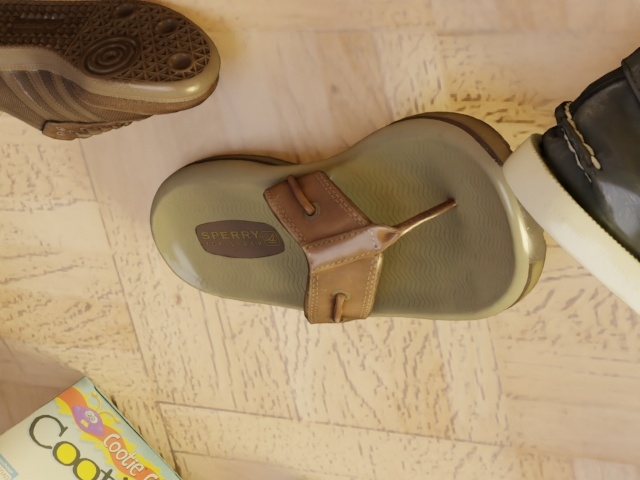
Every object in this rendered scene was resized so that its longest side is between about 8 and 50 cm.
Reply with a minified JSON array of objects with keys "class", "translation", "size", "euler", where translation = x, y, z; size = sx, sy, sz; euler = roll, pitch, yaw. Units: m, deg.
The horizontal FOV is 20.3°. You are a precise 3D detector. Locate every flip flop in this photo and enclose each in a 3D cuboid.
[{"class":"flip flop","translation":[0.000,0.000,0.926],"size":[0.277,0.080,0.112],"euler":[-1,114,43]}]

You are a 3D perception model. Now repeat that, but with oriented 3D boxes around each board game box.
[{"class":"board game box","translation":[-0.212,0.242,1.156],"size":[0.144,0.142,0.275],"euler":[46,122,5]}]

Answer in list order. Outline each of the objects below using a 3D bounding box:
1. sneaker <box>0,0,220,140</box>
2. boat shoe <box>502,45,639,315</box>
[{"class":"sneaker","translation":[-0.127,-0.090,0.991],"size":[0.188,0.066,0.071],"euler":[14,142,32]},{"class":"boat shoe","translation":[0.244,0.036,0.785],"size":[0.340,0.127,0.113],"euler":[41,108,5]}]
